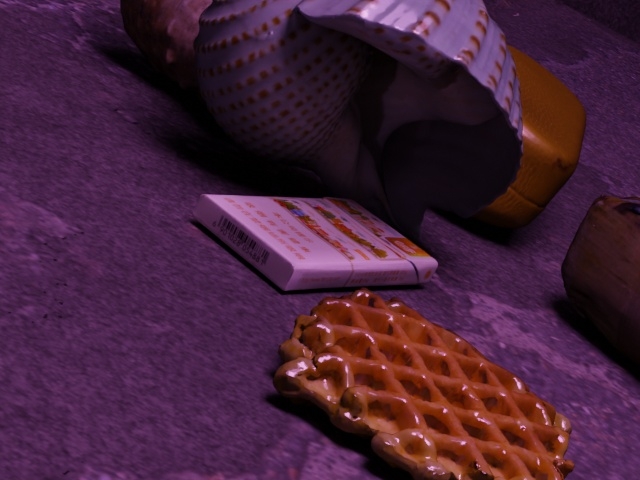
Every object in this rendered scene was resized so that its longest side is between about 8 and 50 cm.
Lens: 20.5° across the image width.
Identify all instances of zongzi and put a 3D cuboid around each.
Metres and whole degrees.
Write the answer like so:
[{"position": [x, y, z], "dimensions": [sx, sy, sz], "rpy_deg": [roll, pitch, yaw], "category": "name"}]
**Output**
[{"position": [0.440, 0.075, 1.743], "dimensions": [0.360, 0.160, 0.323], "rpy_deg": [4, 29, -43], "category": "zongzi"}]

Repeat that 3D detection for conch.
[{"position": [0.051, -0.165, 1.668], "dimensions": [0.303, 0.215, 0.319], "rpy_deg": [-11, -36, 38], "category": "conch"}, {"position": [-0.114, -0.224, 1.853], "dimensions": [0.210, 0.159, 0.291], "rpy_deg": [12, 65, -52], "category": "conch"}]

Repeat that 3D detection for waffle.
[{"position": [0.082, 0.123, 1.320], "dimensions": [0.237, 0.059, 0.243], "rpy_deg": [32, 21, 6], "category": "waffle"}]

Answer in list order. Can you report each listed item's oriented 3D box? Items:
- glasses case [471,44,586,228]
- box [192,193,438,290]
[{"position": [0.194, -0.119, 1.993], "dimensions": [0.173, 0.141, 0.371], "rpy_deg": [41, 18, -2], "category": "glasses case"}, {"position": [0.000, 0.001, 1.563], "dimensions": [0.122, 0.032, 0.220], "rpy_deg": [37, 20, 30], "category": "box"}]
